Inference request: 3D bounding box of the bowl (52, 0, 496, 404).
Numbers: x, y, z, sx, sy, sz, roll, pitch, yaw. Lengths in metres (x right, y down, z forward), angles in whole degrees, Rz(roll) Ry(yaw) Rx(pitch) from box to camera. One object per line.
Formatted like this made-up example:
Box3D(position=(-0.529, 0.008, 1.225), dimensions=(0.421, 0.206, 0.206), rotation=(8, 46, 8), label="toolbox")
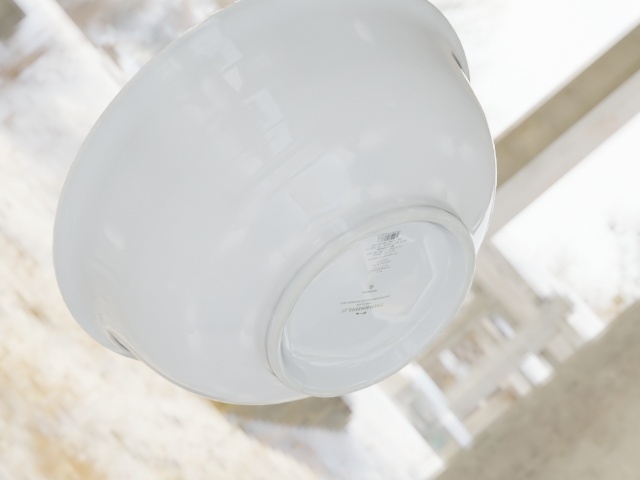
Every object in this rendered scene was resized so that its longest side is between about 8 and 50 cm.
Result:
Box3D(position=(0.000, 0.000, 1.088), dimensions=(0.134, 0.298, 0.298), rotation=(50, -2, 36), label="bowl")
